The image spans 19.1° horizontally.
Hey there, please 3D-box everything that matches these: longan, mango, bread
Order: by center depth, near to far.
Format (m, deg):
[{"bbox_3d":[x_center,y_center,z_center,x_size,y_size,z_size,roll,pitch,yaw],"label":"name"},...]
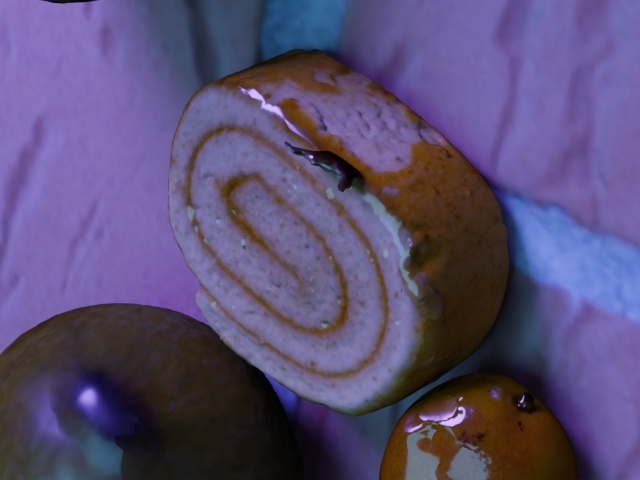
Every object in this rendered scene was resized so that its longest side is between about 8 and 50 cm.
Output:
[{"bbox_3d":[0.066,0.109,0.775,0.080,0.060,0.114,11,112,19],"label":"mango"},{"bbox_3d":[0.000,0.000,0.779,0.149,0.073,0.122,39,129,22],"label":"bread"},{"bbox_3d":[-0.080,0.106,0.853,0.145,0.176,0.155,-23,65,3],"label":"longan"}]

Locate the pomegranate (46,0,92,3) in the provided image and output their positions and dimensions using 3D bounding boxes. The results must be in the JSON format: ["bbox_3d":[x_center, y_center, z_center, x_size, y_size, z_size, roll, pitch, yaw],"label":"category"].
[{"bbox_3d":[-0.113,-0.171,0.767,0.169,0.148,0.148,38,127,36],"label":"pomegranate"}]
